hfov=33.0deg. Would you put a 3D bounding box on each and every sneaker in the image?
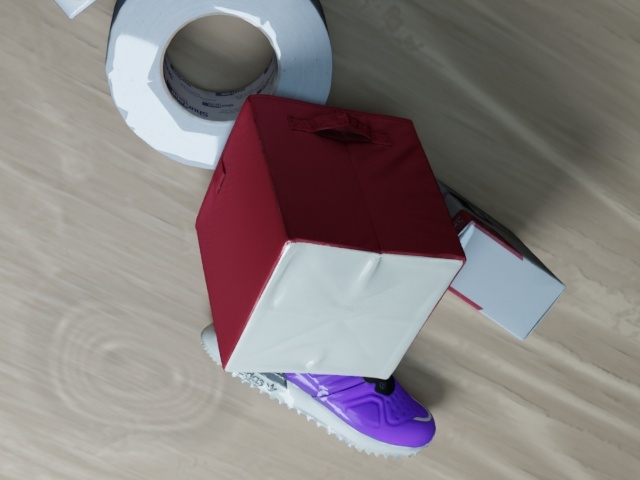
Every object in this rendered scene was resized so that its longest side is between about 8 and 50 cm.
[{"bbox_3d":[0.026,0.126,1.195,0.293,0.102,0.146,30,104,-15],"label":"sneaker"}]

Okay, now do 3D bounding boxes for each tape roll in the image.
[{"bbox_3d":[-0.098,-0.181,1.061,0.219,0.072,0.219,-3,123,-5],"label":"tape roll"}]

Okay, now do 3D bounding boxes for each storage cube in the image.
[{"bbox_3d":[0.000,0.000,1.047,0.183,0.193,0.215,7,135,-24],"label":"storage cube"}]

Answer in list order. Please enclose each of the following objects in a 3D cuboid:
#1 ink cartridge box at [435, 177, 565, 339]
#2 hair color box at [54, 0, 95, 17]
[{"bbox_3d":[0.161,0.013,1.128,0.127,0.175,0.072,33,101,-17],"label":"ink cartridge box"},{"bbox_3d":[-0.259,-0.391,0.945,0.173,0.105,0.347,-30,112,26],"label":"hair color box"}]
